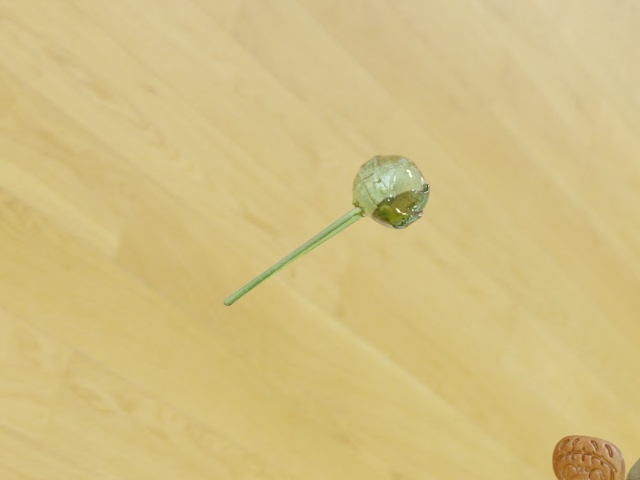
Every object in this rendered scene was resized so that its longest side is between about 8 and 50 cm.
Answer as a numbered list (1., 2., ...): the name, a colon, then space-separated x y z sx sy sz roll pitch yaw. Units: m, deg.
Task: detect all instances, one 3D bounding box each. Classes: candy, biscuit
1. candy: 0.000 0.000 1.292 0.061 0.202 0.061 45 22 -25
2. biscuit: 0.315 0.269 1.904 0.015 0.091 0.078 -3 94 -56

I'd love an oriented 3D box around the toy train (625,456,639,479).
1. toy train: 0.311 0.299 1.216 0.159 0.129 0.326 -38 122 -34
